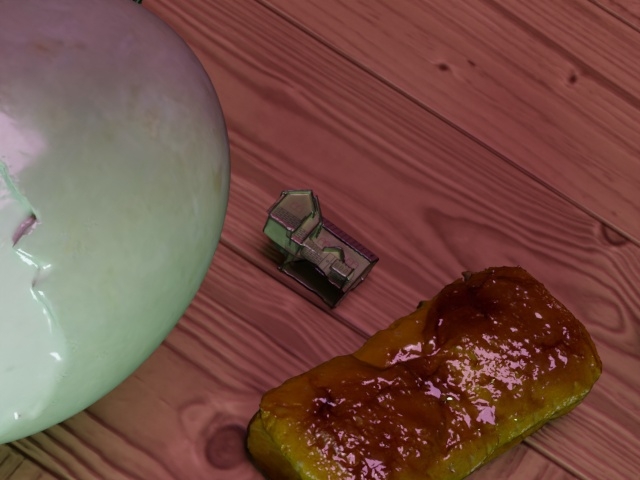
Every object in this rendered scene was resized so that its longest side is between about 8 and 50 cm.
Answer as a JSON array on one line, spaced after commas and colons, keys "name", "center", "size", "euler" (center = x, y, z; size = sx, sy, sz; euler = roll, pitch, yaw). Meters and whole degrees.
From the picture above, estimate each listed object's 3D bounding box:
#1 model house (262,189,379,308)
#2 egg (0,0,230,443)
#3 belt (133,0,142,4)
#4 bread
[{"name": "model house", "center": [0.000, 0.000, 1.363], "size": [0.083, 0.057, 0.058], "euler": [36, 53, 10]}, {"name": "egg", "center": [-0.217, -0.010, 1.126], "size": [0.278, 0.278, 0.336], "euler": [33, 46, 5]}, {"name": "belt", "center": [-0.208, -0.184, 1.407], "size": [0.121, 0.079, 0.151], "euler": [38, 49, 9]}, {"name": "bread", "center": [0.078, 0.110, 1.294], "size": [0.271, 0.077, 0.139], "euler": [-26, 63, -33]}]
